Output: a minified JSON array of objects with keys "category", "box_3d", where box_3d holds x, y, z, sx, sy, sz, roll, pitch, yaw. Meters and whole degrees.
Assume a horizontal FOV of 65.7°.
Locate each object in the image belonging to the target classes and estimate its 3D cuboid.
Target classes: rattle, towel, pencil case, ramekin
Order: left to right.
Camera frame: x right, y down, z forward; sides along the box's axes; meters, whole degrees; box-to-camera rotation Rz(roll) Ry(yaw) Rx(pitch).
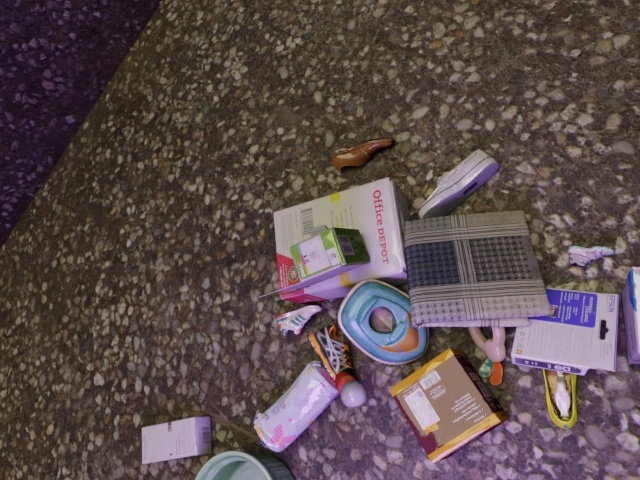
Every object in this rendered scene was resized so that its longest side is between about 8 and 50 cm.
[{"category":"ramekin","box_3d":[-0.204,0.742,1.379,0.303,0.148,0.303,-9,70,26]},{"category":"pencil case","box_3d":[-0.065,0.469,1.411,0.124,0.113,0.273,45,97,9]},{"category":"towel","box_3d":[0.378,0.069,1.237,0.324,0.056,0.312,-5,55,9]},{"category":"rattle","box_3d":[0.456,0.242,1.249,0.130,0.143,0.199,-32,73,53]}]

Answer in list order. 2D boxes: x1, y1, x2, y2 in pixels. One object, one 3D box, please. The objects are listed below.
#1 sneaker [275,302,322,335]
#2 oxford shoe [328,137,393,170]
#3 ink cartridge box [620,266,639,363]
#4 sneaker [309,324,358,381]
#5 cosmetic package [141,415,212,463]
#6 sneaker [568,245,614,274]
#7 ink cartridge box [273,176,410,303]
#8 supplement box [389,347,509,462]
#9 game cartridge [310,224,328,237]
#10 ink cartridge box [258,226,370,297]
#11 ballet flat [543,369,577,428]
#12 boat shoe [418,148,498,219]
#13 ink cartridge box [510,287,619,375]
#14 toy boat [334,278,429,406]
[{"category":"sneaker","box_3d":[-0.058,0.245,1.523,0.161,0.057,0.075,-21,82,20]},{"category":"oxford shoe","box_3d":[0.137,-0.277,1.581,0.212,0.076,0.076,-15,97,22]},{"category":"ink cartridge box","box_3d":[0.722,0.160,1.009,0.168,0.233,0.171,-4,72,26]},{"category":"sneaker","box_3d":[0.051,0.332,1.414,0.083,0.084,0.215,-38,61,2]},{"category":"cosmetic package","box_3d":[-0.463,0.642,1.593,0.231,0.085,0.117,-19,65,21]},{"category":"sneaker","box_3d":[0.654,0.049,1.200,0.098,0.038,0.069,0,75,39]},{"category":"ink cartridge box","box_3d":[0.072,0.015,1.454,0.385,0.160,0.279,-14,69,25]},{"category":"supplement box","box_3d":[0.314,0.401,1.214,0.191,0.129,0.194,-39,60,14]},{"category":"game cartridge","box_3d":[0.000,0.000,1.394,0.056,0.017,0.083,-15,70,29]},{"category":"ink cartridge box","box_3d":[-0.026,0.060,1.281,0.255,0.189,0.097,-23,80,22]},{"category":"ballet flat","box_3d":[0.552,0.312,1.145,0.077,0.077,0.231,-8,70,25]},{"category":"boat shoe","box_3d":[0.373,-0.154,1.395,0.258,0.095,0.084,-36,56,2]},{"category":"ink cartridge box","box_3d":[0.566,0.204,1.144,0.208,0.045,0.206,3,49,32]},{"category":"toy boat","box_3d":[0.142,0.275,1.281,0.267,0.148,0.318,33,86,-11]}]
